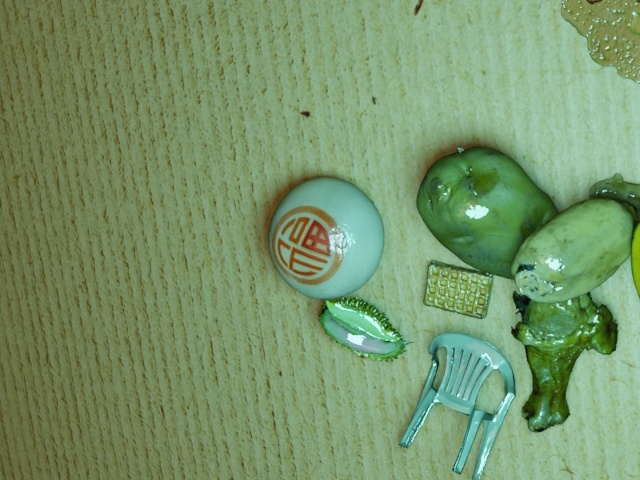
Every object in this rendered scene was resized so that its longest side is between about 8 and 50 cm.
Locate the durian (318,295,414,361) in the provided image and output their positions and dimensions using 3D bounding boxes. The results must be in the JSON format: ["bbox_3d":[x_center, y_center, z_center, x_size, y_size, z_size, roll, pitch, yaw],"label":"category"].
[{"bbox_3d":[0.104,0.198,1.945,0.221,0.095,0.137,30,146,4],"label":"durian"}]

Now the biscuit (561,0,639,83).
[{"bbox_3d":[0.574,-0.410,1.624,0.144,0.040,0.236,-38,83,34],"label":"biscuit"}]

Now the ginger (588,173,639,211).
[{"bbox_3d":[0.603,-0.092,1.664,0.137,0.044,0.057,19,126,25],"label":"ginger"}]

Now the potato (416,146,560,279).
[{"bbox_3d":[0.358,-0.041,1.701,0.351,0.202,0.218,39,90,-11],"label":"potato"}]

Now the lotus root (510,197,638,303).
[{"bbox_3d":[0.485,0.015,1.576,0.146,0.284,0.160,49,158,25],"label":"lotus root"}]

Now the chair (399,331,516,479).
[{"bbox_3d":[0.298,0.354,1.826,0.203,0.190,0.274,19,79,22],"label":"chair"}]

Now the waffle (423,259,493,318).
[{"bbox_3d":[0.303,0.107,1.852,0.148,0.042,0.102,13,103,25],"label":"waffle"}]

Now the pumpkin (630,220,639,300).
[{"bbox_3d":[0.700,0.034,1.492,0.226,0.256,0.303,-15,97,-9],"label":"pumpkin"}]

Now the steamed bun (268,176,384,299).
[{"bbox_3d":[0.000,0.000,1.912,0.283,0.177,0.282,5,101,27],"label":"steamed bun"}]

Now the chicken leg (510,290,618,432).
[{"bbox_3d":[0.505,0.223,1.734,0.212,0.140,0.361,-6,119,15],"label":"chicken leg"}]
